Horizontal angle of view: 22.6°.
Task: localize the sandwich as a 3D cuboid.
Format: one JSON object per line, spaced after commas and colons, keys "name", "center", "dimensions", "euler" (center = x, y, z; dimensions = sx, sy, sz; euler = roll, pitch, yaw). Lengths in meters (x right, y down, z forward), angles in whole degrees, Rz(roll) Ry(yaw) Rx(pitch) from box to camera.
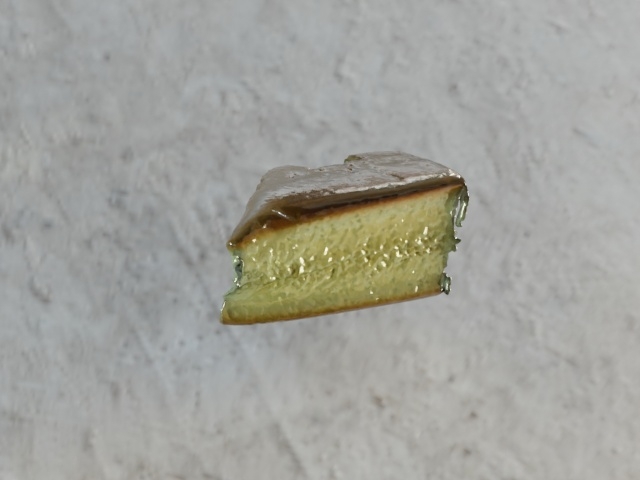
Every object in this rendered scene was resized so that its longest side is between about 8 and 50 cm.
{"name": "sandwich", "center": [0.000, 0.000, 1.392], "dimensions": [0.235, 0.122, 0.128], "euler": [-8, 17, -30]}
